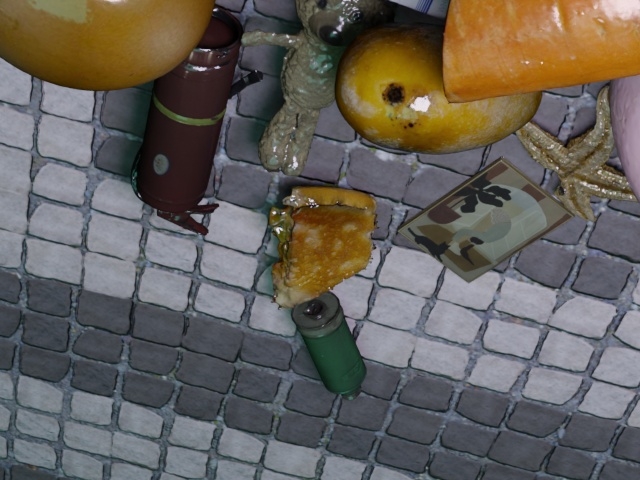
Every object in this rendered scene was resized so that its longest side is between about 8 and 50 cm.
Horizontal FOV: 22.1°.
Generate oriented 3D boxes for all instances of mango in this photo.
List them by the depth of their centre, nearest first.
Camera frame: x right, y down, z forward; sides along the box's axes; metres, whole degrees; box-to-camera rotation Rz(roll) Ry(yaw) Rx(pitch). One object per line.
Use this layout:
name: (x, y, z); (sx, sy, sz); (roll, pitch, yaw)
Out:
mango: (0.144, -0.171, 1.861); (0.193, 0.316, 0.146); (19, 103, 37)

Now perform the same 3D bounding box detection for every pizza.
pizza: (0.000, 0.000, 2.216); (0.147, 0.069, 0.226); (-8, 140, -9)

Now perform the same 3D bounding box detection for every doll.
doll: (-0.015, -0.201, 1.958); (0.202, 0.091, 0.286); (43, 129, -18)

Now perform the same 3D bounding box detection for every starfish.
starfish: (0.334, -0.105, 2.034); (0.138, 0.050, 0.247); (-19, 131, 28)

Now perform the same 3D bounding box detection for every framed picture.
framed picture: (0.218, -0.024, 2.173); (0.136, 0.010, 0.201); (36, 133, -22)

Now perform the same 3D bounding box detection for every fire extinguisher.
fire extinguisher: (-0.161, -0.138, 2.076); (0.141, 0.105, 0.341); (15, 134, -1)

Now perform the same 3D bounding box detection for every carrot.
carrot: (0.277, -0.260, 1.628); (0.331, 0.193, 0.214); (-5, 91, 23)

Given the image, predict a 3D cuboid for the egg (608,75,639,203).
egg: (0.465, -0.138, 1.769); (0.340, 0.354, 0.354); (31, 151, 39)

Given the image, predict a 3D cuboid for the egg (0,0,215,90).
egg: (-0.277, -0.319, 1.788); (0.351, 0.282, 0.282); (32, 134, -17)

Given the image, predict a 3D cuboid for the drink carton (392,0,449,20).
drink carton: (0.151, -0.320, 1.811); (0.315, 0.106, 0.130); (19, 135, -6)

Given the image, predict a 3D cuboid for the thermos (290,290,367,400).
thermos: (0.014, 0.161, 2.369); (0.083, 0.073, 0.188); (-6, 134, 18)
